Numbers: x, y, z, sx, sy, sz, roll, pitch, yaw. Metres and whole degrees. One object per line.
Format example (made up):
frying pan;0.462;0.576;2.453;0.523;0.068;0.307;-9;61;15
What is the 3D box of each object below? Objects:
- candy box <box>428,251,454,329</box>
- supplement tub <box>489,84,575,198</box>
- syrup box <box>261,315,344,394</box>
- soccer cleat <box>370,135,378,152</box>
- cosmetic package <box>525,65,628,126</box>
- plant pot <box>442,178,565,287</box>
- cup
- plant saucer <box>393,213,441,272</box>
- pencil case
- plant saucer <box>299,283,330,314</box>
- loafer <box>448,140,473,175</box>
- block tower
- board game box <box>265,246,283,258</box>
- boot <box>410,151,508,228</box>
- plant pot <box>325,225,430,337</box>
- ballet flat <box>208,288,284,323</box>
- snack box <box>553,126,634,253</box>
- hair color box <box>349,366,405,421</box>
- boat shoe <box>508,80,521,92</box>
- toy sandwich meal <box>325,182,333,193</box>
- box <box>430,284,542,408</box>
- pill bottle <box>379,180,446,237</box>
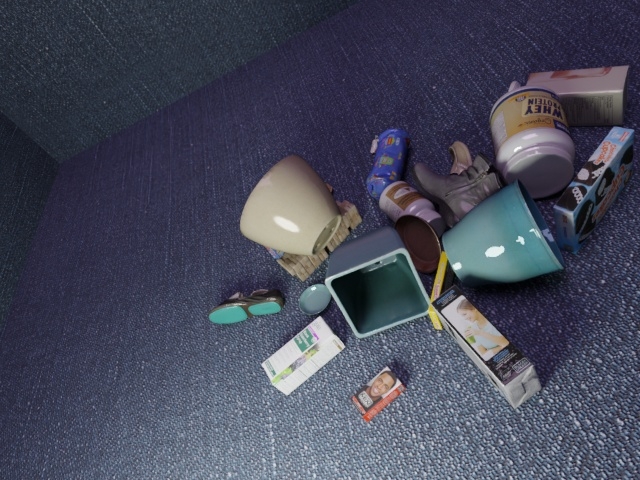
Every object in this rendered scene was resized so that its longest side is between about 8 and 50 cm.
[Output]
candy box;0.357;0.145;1.422;0.027;0.105;0.206;5;57;27
supplement tub;0.667;-0.311;1.535;0.228;0.228;0.316;-11;49;23
syrup box;-0.051;0.354;1.496;0.237;0.096;0.093;-39;44;-3
soccer cleat;0.224;-0.397;2.007;0.029;0.036;0.083;9;59;35
cosmetic package;0.851;-0.476;1.622;0.296;0.153;0.129;10;60;34
plant pot;0.497;0.007;1.362;0.255;0.271;0.272;-29;42;27
cup;-0.071;-0.083;1.624;0.237;0.331;0.331;36;75;15
plant saucer;0.311;0.005;1.525;0.036;0.199;0.198;-26;38;-29
pencil case;0.255;-0.294;1.840;0.133;0.119;0.306;11;57;9
plant saucer;-0.015;0.205;1.653;0.119;0.021;0.119;-17;46;18
loafer;0.486;-0.240;1.673;0.092;0.102;0.269;-19;47;10
block tower;0.000;0.000;1.768;0.335;0.097;0.091;-44;45;-12
board game box;-0.156;-0.050;1.870;0.035;0.136;0.201;5;56;34
boot;0.449;-0.198;1.559;0.223;0.118;0.338;-52;47;26
plant pot;0.169;0.095;1.488;0.247;0.247;0.252;-23;29;12
ballet flat;-0.260;0.231;1.736;0.280;0.095;0.096;-10;39;10
snack box;0.770;-0.139;1.359;0.060;0.187;0.322;29;72;43
hair color box;0.158;0.426;1.347;0.141;0.043;0.072;-39;43;-6
boat shoe;0.722;-0.489;1.770;0.081;0.079;0.228;6;62;23
toy sandwich meal;0.013;-0.198;1.973;0.085;0.029;0.086;-20;46;22
box;0.418;0.266;1.242;0.087;0.169;0.290;-37;45;1
pill bottle;0.311;-0.094;1.632;0.131;0.131;0.229;-38;45;-3
